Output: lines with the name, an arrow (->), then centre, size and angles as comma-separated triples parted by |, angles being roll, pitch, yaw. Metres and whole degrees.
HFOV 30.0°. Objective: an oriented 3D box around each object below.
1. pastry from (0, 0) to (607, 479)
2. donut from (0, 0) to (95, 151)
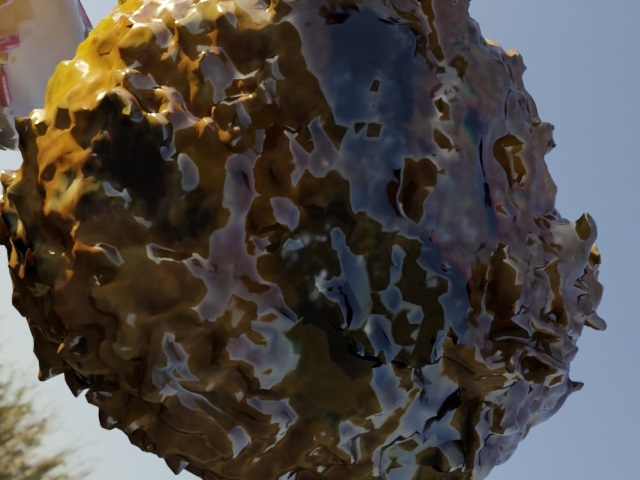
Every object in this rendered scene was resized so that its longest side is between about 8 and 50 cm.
pastry -> -0.015, -0.001, 0.721 | 0.292, 0.337, 0.405 | 4, -55, 60
donut -> -0.311, -0.254, 1.017 | 0.382, 0.142, 0.382 | 60, -9, 16
